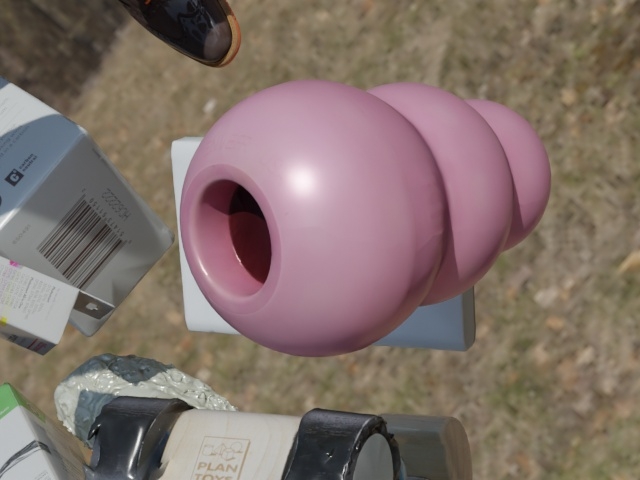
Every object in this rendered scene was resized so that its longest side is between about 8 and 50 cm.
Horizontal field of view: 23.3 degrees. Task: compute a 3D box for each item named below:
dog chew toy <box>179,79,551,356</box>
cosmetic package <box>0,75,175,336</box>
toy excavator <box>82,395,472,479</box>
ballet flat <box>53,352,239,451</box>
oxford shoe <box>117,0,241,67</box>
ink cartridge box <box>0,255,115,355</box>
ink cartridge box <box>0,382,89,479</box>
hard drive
[{"bbox_3d":[0.054,-0.031,1.208,0.332,0.206,0.206,-14,-25,-42],"label":"dog chew toy"},{"bbox_3d":[-0.404,-0.096,1.808,0.161,0.453,0.230,-50,-36,-11],"label":"cosmetic package"},{"bbox_3d":[-0.005,0.267,1.294,0.445,0.222,0.433,62,-144,-49],"label":"toy excavator"},{"bbox_3d":[-0.143,0.250,1.874,0.147,0.409,0.147,24,-90,-83],"label":"ballet flat"},{"bbox_3d":[-0.205,-0.290,1.771,0.097,0.271,0.098,-55,-17,22],"label":"oxford shoe"},{"bbox_3d":[-0.303,0.062,1.532,0.061,0.181,0.104,-70,12,-16],"label":"ink cartridge box"},{"bbox_3d":[-0.336,0.301,1.888,0.092,0.160,0.219,-38,44,0],"label":"ink cartridge box"},{"bbox_3d":[0.000,0.000,1.546,0.040,0.307,0.203,-29,-61,-62],"label":"hard drive"}]
